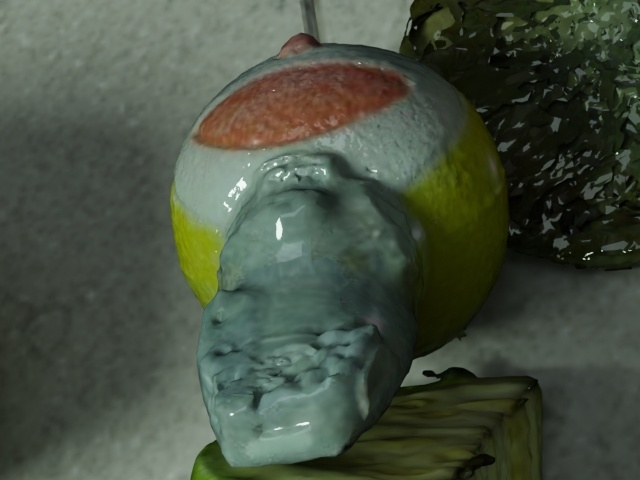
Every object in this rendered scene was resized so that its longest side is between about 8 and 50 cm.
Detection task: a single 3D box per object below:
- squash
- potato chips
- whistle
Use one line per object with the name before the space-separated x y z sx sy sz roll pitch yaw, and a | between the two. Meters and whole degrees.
squash | 0.015 0.200 0.630 0.111 0.203 0.289 -4 96 16
potato chips | 0.128 -0.090 0.753 0.202 0.029 0.220 -4 62 17
whistle | 0.000 0.000 0.658 0.123 0.123 0.223 -11 21 13
